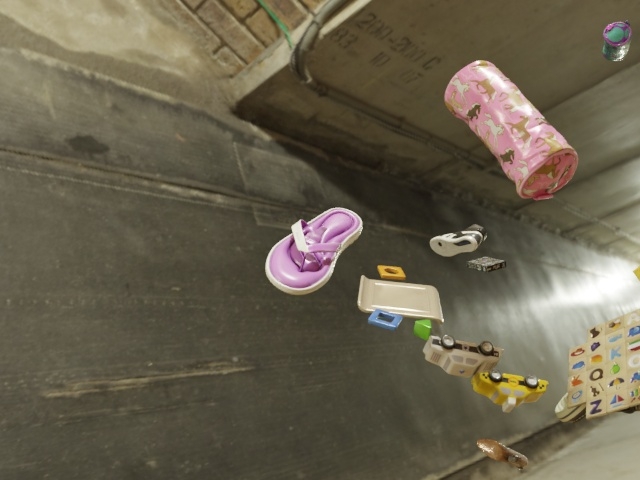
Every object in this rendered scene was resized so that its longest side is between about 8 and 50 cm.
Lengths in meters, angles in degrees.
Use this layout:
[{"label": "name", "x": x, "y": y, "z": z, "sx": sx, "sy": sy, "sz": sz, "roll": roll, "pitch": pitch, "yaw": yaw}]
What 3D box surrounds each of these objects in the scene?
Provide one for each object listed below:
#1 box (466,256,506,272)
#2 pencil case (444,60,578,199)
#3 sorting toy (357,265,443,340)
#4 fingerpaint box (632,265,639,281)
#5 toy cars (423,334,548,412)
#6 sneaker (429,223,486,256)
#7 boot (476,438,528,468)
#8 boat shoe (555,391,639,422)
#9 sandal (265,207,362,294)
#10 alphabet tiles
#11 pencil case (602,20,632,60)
[{"label": "box", "x": 0.447, "y": 0.064, "z": 1.601, "sx": 0.067, "sy": 0.083, "sz": 0.018, "roll": -14, "pitch": 102, "yaw": -24}, {"label": "pencil case", "x": 0.463, "y": -0.275, "z": 1.467, "sx": 0.167, "sy": 0.160, "sz": 0.386, "roll": 33, "pitch": 24, "yaw": -51}, {"label": "sorting toy", "x": 0.186, "y": 0.148, "z": 1.404, "sx": 0.196, "sy": 0.047, "sz": 0.347, "roll": 10, "pitch": 20, "yaw": 4}, {"label": "fingerpaint box", "x": 0.984, "y": -0.028, "z": 1.286, "sx": 0.371, "sy": 0.445, "sz": 0.163, "roll": -27, "pitch": 78, "yaw": -30}, {"label": "toy cars", "x": 0.425, "y": 0.353, "z": 1.519, "sx": 0.394, "sy": 0.177, "sz": 0.087, "roll": 35, "pitch": 48, "yaw": -29}, {"label": "sneaker", "x": 0.511, "y": -0.004, "z": 2.155, "sx": 0.121, "sy": 0.217, "sz": 0.079, "roll": -34, "pitch": 107, "yaw": -31}, {"label": "boot", "x": 0.455, "y": 0.531, "z": 1.475, "sx": 0.087, "sy": 0.119, "sz": 0.042, "roll": 38, "pitch": 76, "yaw": -54}, {"label": "boat shoe", "x": 0.910, "y": 0.437, "z": 1.762, "sx": 0.501, "sy": 0.186, "sz": 0.156, "roll": -17, "pitch": 66, "yaw": -26}, {"label": "sandal", "x": -0.014, "y": -0.005, "z": 1.552, "sx": 0.170, "sy": 0.102, "sz": 0.416, "roll": 21, "pitch": 34, "yaw": 14}, {"label": "alphabet tiles", "x": 0.786, "y": 0.320, "z": 1.574, "sx": 0.011, "sy": 0.285, "sz": 0.342, "roll": 45, "pitch": 40, "yaw": -10}, {"label": "pencil case", "x": 0.770, "y": -0.517, "z": 1.543, "sx": 0.070, "sy": 0.065, "sz": 0.152, "roll": 61, "pitch": 21, "yaw": 13}]
